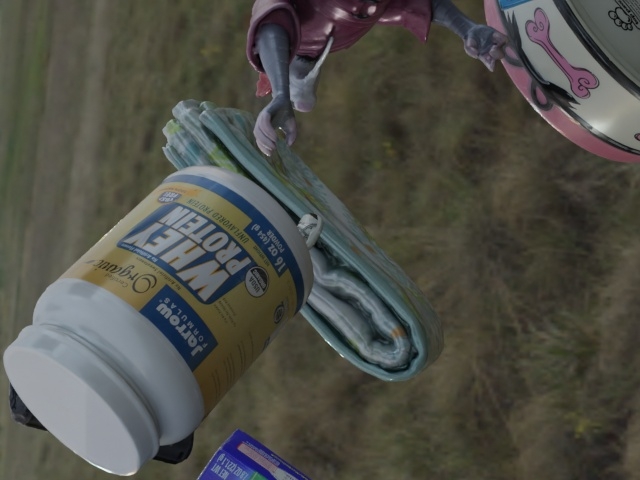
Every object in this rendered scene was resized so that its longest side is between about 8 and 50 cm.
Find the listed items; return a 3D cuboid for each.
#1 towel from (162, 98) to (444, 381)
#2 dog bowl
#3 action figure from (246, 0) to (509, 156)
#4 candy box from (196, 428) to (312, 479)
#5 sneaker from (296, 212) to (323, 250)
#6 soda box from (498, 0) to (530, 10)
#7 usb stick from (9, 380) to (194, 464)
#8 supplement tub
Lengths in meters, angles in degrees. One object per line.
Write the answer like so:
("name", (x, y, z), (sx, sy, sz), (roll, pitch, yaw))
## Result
("towel", (0.000, 0.000, 1.284), (0.090, 0.374, 0.320), (-43, -9, 9))
("dog bowl", (0.387, -0.279, 1.462), (0.150, 0.408, 0.408), (-40, 45, 47))
("action figure", (0.018, -0.244, 0.949), (0.275, 0.248, 0.370), (60, 138, 14))
("candy box", (-0.090, 0.437, 1.355), (0.317, 0.268, 0.122), (-56, -6, 6))
("sneaker", (-0.025, 0.000, 0.937), (0.032, 0.037, 0.083), (-48, 12, 43))
("soda box", (0.190, -0.191, 0.599), (0.071, 0.210, 0.067), (-53, -54, -64))
("usb stick", (-0.230, 0.186, 1.226), (0.045, 0.278, 0.077), (-13, 65, 27))
("supplement tub", (-0.113, 0.055, 0.817), (0.199, 0.144, 0.144), (-48, -6, -34))
